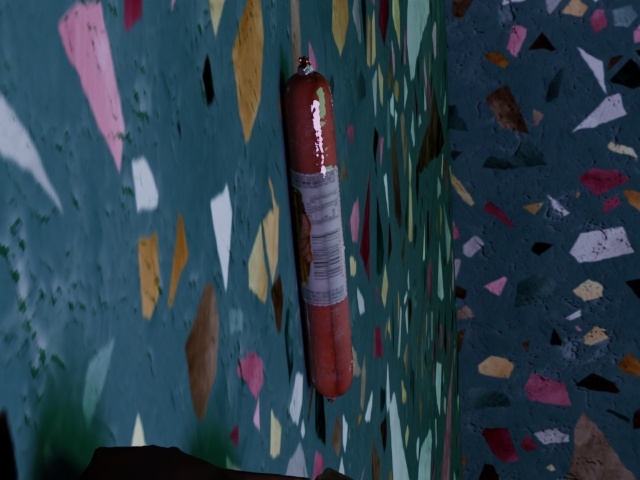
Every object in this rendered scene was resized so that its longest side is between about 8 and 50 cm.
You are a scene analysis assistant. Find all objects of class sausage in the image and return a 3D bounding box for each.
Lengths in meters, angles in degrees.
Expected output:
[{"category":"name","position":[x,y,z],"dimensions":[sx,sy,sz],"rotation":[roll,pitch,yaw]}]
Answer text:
[{"category":"sausage","position":[0.000,0.000,0.919],"dimensions":[0.034,0.034,0.253],"rotation":[-72,160,-62]}]

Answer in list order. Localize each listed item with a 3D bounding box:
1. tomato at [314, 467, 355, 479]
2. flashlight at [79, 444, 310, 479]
[{"category":"tomato","position":[0.007,0.220,0.662],"dimensions":[0.225,0.085,0.225],"rotation":[13,90,-80]},{"category":"flashlight","position":[-0.057,0.185,0.448],"dimensions":[0.093,0.093,0.232],"rotation":[69,28,-65]}]
